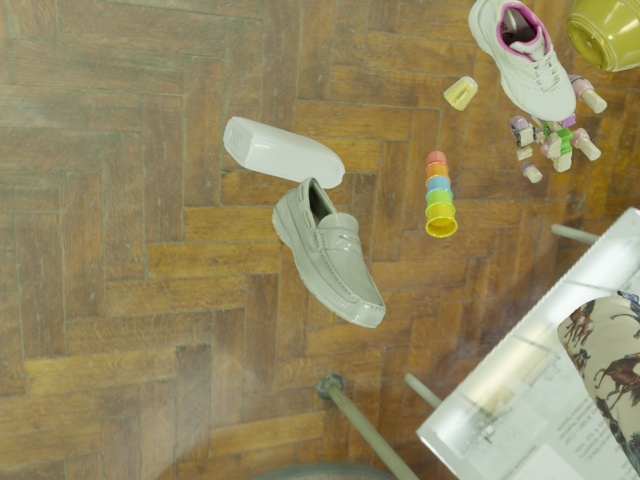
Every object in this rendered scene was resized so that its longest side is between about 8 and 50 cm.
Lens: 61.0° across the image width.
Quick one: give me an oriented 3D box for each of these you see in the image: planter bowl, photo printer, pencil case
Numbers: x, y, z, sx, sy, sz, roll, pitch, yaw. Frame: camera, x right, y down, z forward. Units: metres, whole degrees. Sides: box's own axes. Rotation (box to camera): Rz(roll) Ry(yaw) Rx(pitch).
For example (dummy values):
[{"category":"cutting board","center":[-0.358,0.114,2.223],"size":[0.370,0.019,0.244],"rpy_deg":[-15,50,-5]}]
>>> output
[{"category":"planter bowl","center":[0.454,-0.333,0.849],"size":[0.090,0.217,0.217],"rpy_deg":[-39,117,11]},{"category":"photo printer","center":[-0.093,-0.241,1.515],"size":[0.307,0.256,0.107],"rpy_deg":[12,108,-28]},{"category":"pencil case","center":[0.543,0.251,0.872],"size":[0.183,0.410,0.160],"rpy_deg":[-10,117,6]}]

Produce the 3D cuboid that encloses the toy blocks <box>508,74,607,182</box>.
[{"category":"toy blocks","center":[0.769,-0.402,1.879],"size":[0.308,0.260,0.289],"rpy_deg":[-23,140,4]}]

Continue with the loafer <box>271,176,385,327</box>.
[{"category":"loafer","center":[0.016,0.007,0.867],"size":[0.112,0.319,0.111],"rpy_deg":[20,114,-42]}]

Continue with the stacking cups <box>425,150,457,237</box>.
[{"category":"stacking cups","center":[0.369,-0.156,1.728],"size":[0.095,0.316,0.096],"rpy_deg":[2,139,2]}]

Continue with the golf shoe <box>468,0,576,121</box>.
[{"category":"golf shoe","center":[0.408,-0.347,1.062],"size":[0.115,0.140,0.306],"rpy_deg":[-42,107,12]}]

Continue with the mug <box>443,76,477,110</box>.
[{"category":"mug","center":[0.338,-0.346,1.281],"size":[0.062,0.078,0.064],"rpy_deg":[16,133,-33]}]
